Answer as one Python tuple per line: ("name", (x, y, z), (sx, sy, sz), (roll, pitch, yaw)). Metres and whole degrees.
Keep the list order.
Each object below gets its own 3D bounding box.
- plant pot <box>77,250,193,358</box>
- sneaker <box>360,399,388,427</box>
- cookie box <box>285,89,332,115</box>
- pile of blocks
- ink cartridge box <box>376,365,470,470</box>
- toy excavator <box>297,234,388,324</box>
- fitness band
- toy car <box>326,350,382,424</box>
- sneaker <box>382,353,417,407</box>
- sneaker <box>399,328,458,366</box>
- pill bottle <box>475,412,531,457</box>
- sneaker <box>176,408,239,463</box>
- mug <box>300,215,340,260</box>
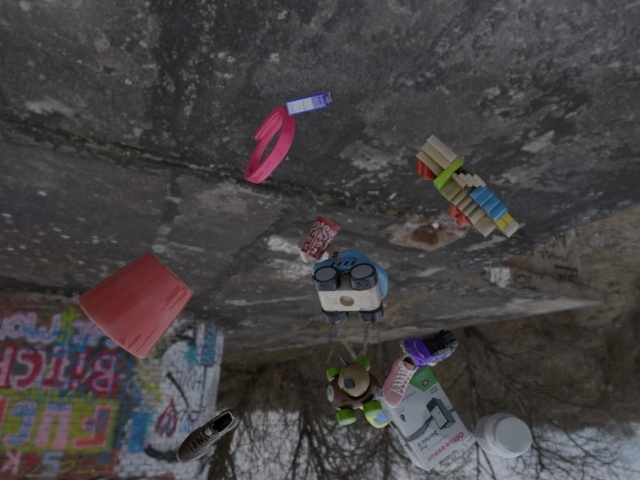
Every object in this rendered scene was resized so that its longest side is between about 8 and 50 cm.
("plant pot", (-0.547, 0.182, 1.423), (0.275, 0.243, 0.275), (39, 164, 14))
("sneaker", (0.190, 0.599, 1.756), (0.240, 0.091, 0.126), (45, 125, -7))
("cookie box", (-0.030, -0.373, 1.252), (0.107, 0.040, 0.092), (-8, -159, 15))
("pile of blocks", (0.369, -0.110, 1.199), (0.362, 0.112, 0.149), (41, -169, -12))
("ink cartridge box", (0.362, 0.626, 1.656), (0.211, 0.289, 0.121), (-29, 173, -18))
("toy excavator", (0.076, 0.121, 1.930), (0.434, 0.445, 0.222), (-4, 122, 19))
("fitness band", (-0.168, -0.309, 1.516), (0.054, 0.208, 0.291), (19, 144, -28))
("toy car", (0.074, 0.377, 1.232), (0.149, 0.155, 0.188), (-20, 141, 5))
("sneaker", (0.192, 0.329, 1.108), (0.051, 0.134, 0.070), (29, 138, 0))
("sneaker", (0.369, 0.342, 1.518), (0.146, 0.102, 0.293), (-35, 155, 20))
("pill bottle", (0.577, 0.612, 1.459), (0.131, 0.131, 0.229), (2, 158, 7))
("sneaker", (-0.301, 0.508, 1.223), (0.188, 0.066, 0.071), (-36, 156, -20))
("mug", (0.005, 0.002, 1.987), (0.113, 0.169, 0.150), (23, 170, 42))
